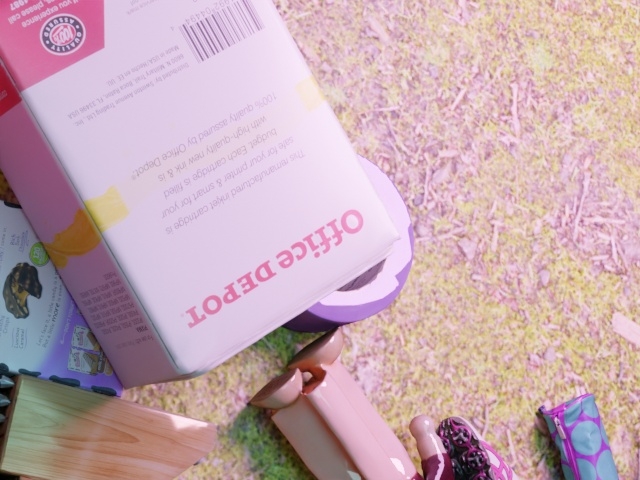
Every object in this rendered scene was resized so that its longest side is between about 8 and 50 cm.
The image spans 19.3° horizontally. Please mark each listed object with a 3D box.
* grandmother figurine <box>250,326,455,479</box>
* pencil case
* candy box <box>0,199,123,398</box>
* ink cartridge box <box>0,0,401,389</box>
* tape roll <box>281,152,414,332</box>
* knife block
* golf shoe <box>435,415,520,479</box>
[{"bbox_3d":[0.071,0.270,1.969,0.208,0.104,0.342,-43,98,-21],"label":"grandmother figurine"},{"bbox_3d":[0.298,0.252,2.121,0.070,0.064,0.152,-13,85,-47],"label":"pencil case"},{"bbox_3d":[-0.282,0.058,1.829,0.196,0.070,0.165,16,71,-27],"label":"candy box"},{"bbox_3d":[-0.145,-0.087,1.800,0.279,0.160,0.385,-31,95,-28],"label":"ink cartridge box"},{"bbox_3d":[0.000,0.000,1.999,0.189,0.080,0.189,7,74,-28],"label":"tape roll"},{"bbox_3d":[-0.269,0.171,1.799,0.275,0.088,0.242,-34,97,-31],"label":"knife block"},{"bbox_3d":[0.185,0.273,2.060,0.186,0.067,0.086,62,27,1],"label":"golf shoe"}]
